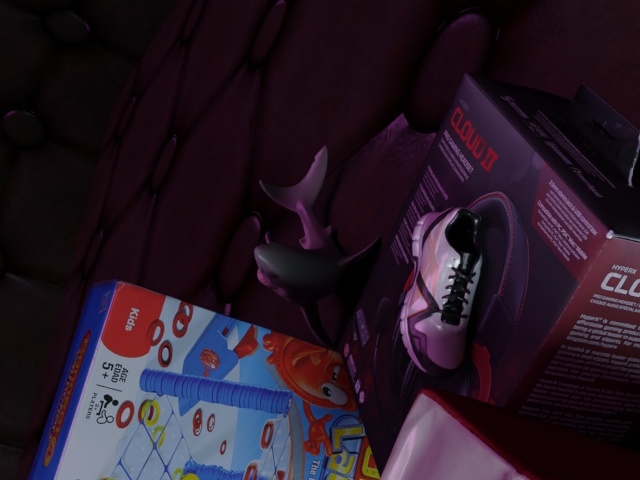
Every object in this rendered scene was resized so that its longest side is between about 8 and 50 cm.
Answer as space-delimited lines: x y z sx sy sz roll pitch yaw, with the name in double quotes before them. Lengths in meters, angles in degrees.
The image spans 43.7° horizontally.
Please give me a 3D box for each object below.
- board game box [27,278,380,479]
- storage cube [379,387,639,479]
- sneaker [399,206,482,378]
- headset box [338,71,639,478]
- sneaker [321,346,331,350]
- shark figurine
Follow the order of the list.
"board game box" -0.082 0.223 0.656 0.086 0.302 0.308 -13 60 60
"storage cube" 0.130 0.205 0.384 0.184 0.193 0.215 29 98 64
"sneaker" 0.075 0.029 0.483 0.044 0.040 0.109 148 129 -60
"headset box" 0.131 0.040 0.548 0.218 0.110 0.293 -109 36 -54
"sneaker" -0.117 0.185 0.925 0.282 0.153 0.099 -46 33 39
"shark figurine" 0.011 0.003 0.921 0.116 0.166 0.278 -30 20 16
